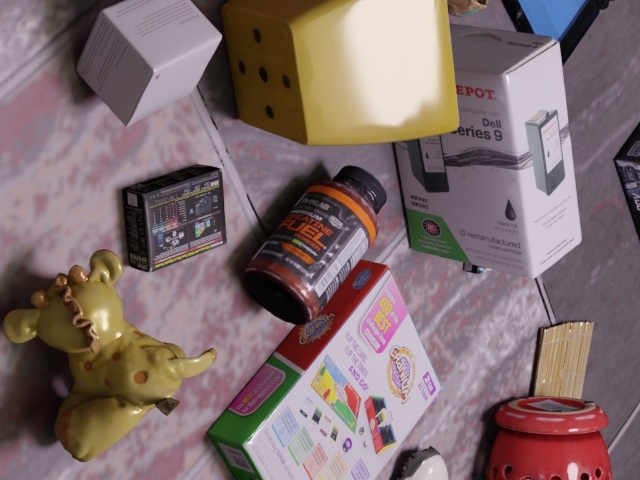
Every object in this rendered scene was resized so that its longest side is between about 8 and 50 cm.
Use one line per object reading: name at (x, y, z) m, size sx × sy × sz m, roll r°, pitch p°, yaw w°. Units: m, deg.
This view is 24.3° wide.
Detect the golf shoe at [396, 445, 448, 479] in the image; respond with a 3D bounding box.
golf shoe at (0.166, 0.427, 2.097) m, size 0.105 × 0.120 × 0.272 m, roll -11°, pitch 107°, yaw -46°

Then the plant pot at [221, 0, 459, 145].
plant pot at (0.010, -0.215, 1.681) m, size 0.187 × 0.212 × 0.212 m, roll -23°, pitch 118°, yaw -30°

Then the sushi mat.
sushi mat at (0.373, 0.284, 2.373) m, size 0.151 × 0.019 × 0.316 m, roll 0°, pitch 100°, yaw -48°

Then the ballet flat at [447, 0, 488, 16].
ballet flat at (0.214, -0.396, 1.958) m, size 0.073 × 0.067 × 0.206 m, roll 3°, pitch 98°, yaw -46°

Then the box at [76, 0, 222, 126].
box at (-0.176, -0.192, 1.517) m, size 0.101 × 0.087 × 0.102 m, roll -34°, pitch 167°, yaw -39°

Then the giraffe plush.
giraffe plush at (-0.232, 0.109, 1.528) m, size 0.181 × 0.210 × 0.170 m, roll -43°, pitch 101°, yaw -29°

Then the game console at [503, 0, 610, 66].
game console at (0.390, -0.402, 2.092) m, size 0.293 × 0.250 × 0.173 m, roll 53°, pitch 35°, yaw -43°

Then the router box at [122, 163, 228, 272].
router box at (-0.160, -0.026, 1.650) m, size 0.122 × 0.038 × 0.092 m, roll -21°, pitch 116°, yaw -44°

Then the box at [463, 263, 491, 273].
box at (0.247, -0.026, 2.132) m, size 0.094 × 0.027 × 0.137 m, roll -14°, pitch 110°, yaw -48°

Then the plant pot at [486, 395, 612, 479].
plant pot at (0.342, 0.330, 2.225) m, size 0.191 × 0.191 × 0.174 m, roll -8°, pitch 99°, yaw -48°

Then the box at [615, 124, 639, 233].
box at (0.618, -0.098, 2.505) m, size 0.242 × 0.076 × 0.307 m, roll -50°, pitch 133°, yaw -28°

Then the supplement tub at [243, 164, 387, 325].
supplement tub at (0.000, 0.000, 1.793) m, size 0.198 × 0.106 × 0.106 m, roll -53°, pitch 135°, yaw -27°

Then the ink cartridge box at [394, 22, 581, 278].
ink cartridge box at (0.208, -0.119, 1.921) m, size 0.121 × 0.211 × 0.289 m, roll -34°, pitch 123°, yaw -37°

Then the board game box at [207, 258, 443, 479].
board game box at (0.017, 0.217, 1.904) m, size 0.316 × 0.064 × 0.242 m, roll -49°, pitch 133°, yaw -29°
